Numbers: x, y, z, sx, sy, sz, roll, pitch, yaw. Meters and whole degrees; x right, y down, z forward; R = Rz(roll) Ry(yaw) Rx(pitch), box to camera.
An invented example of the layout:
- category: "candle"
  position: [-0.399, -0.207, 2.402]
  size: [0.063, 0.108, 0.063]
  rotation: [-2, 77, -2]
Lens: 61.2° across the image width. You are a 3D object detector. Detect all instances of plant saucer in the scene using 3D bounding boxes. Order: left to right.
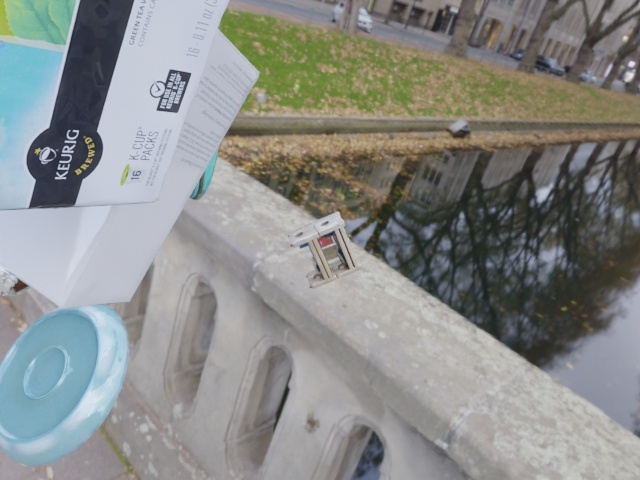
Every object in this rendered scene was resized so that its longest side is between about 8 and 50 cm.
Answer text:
- category: "plant saucer"
  position: [-0.505, 0.253, 1.018]
  size: [0.318, 0.317, 0.043]
  rotation: [39, -8, 38]

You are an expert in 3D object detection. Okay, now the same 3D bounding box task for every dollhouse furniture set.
- category: "dollhouse furniture set"
  position: [0.000, 0.000, 1.277]
  size: [0.129, 0.129, 0.183]
  rotation: [-23, 26, 0]

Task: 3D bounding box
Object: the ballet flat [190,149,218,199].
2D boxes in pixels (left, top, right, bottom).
- category: "ballet flat"
  position: [-0.196, -0.189, 0.833]
  size: [0.083, 0.247, 0.087]
  rotation: [-7, 11, 42]

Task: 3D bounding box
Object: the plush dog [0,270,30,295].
- category: "plush dog"
  position: [-0.640, -0.049, 1.027]
  size: [0.211, 0.262, 0.225]
  rotation: [1, 36, 3]

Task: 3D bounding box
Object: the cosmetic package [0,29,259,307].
- category: "cosmetic package"
  position: [-0.264, -0.118, 0.683]
  size: [0.197, 0.365, 0.155]
  rotation: [33, 5, 12]

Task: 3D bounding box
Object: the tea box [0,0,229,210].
- category: "tea box"
  position: [-0.241, -0.207, 0.334]
  size: [0.220, 0.328, 0.324]
  rotation: [42, 29, 28]
